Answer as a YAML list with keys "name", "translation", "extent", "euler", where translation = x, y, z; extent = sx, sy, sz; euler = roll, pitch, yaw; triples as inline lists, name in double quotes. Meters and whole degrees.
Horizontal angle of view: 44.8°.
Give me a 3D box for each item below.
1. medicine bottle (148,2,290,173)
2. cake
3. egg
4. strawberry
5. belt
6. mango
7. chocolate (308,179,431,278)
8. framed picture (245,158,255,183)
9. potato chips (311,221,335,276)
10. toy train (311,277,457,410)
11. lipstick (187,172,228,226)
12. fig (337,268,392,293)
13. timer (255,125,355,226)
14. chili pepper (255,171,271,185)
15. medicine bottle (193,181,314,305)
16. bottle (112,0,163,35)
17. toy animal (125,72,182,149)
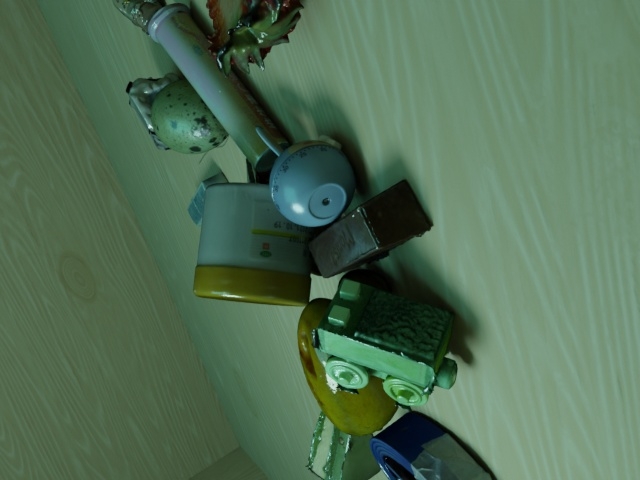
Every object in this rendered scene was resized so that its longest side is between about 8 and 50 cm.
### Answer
- name: "medicine bottle"
  translation: [-0.218, -0.332, 1.689]
  extent: [0.426, 0.108, 0.108]
  euler: [53, 158, 16]
- name: "cake"
  translation: [0.089, 0.524, 2.158]
  extent: [0.158, 0.172, 0.283]
  euler: [22, 104, 49]
- name: "egg"
  translation: [-0.297, -0.289, 1.820]
  extent: [0.228, 0.177, 0.177]
  euler: [16, 133, 46]
- name: "strawberry"
  translation: [-0.110, -0.442, 1.297]
  extent: [0.233, 0.138, 0.306]
  euler: [-47, 46, 49]
- name: "belt"
  translation: [0.245, 0.507, 1.683]
  extent: [0.347, 0.117, 0.212]
  euler: [29, 144, 57]
- name: "mango"
  translation: [0.058, 0.269, 1.682]
  extent: [0.253, 0.182, 0.364]
  euler: [50, 163, 55]
- name: "chocolate"
  translation: [0.074, -0.006, 1.413]
  extent: [0.111, 0.112, 0.321]
  euler: [63, 159, 2]
- name: "framed picture"
  translation: [-0.160, -0.099, 1.818]
  extent: [0.203, 0.015, 0.150]
  euler: [-113, 19, -70]
- name: "potato chips"
  translation: [0.000, 0.000, 1.671]
  extent: [0.202, 0.049, 0.150]
  euler: [176, 84, -69]
- name: "toy train"
  translation: [0.120, 0.189, 1.414]
  extent: [0.272, 0.159, 0.188]
  euler: [17, 141, 17]
- name: "lipstick"
  translation: [-0.322, -0.114, 2.241]
  extent: [0.077, 0.076, 0.290]
  euler: [61, 160, 3]
- name: "fig"
  translation: [0.100, 0.115, 1.535]
  extent: [0.155, 0.103, 0.109]
  euler: [20, 173, 45]
- name: "timer"
  translation: [-0.020, -0.143, 1.451]
  extent: [0.175, 0.175, 0.255]
  euler: [89, 175, -52]
- name: "chili pepper"
  translation: [-0.119, -0.096, 1.824]
  extent: [0.088, 0.065, 0.169]
  euler: [55, 162, 17]
- name: "medicine bottle"
  translation: [-0.130, 0.013, 1.592]
  extent: [0.238, 0.238, 0.231]
  euler: [171, 106, -68]
- name: "bottle"
  translation: [-0.433, -0.569, 1.897]
  extent: [0.152, 0.099, 0.099]
  euler: [45, 155, 27]
- name: "toy animal"
  translation: [-0.397, -0.339, 2.013]
  extent: [0.204, 0.156, 0.208]
  euler: [60, 169, 5]
